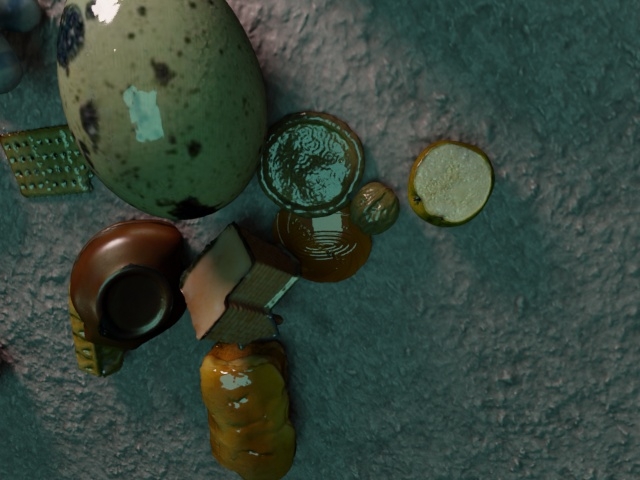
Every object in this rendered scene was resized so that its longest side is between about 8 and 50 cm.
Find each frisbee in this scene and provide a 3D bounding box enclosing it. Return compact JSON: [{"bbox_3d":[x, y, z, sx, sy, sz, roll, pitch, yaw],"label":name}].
[{"bbox_3d":[0.000,0.000,0.921,0.192,0.035,0.192,5,115,10],"label":"frisbee"}]

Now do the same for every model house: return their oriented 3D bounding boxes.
[{"bbox_3d":[-0.131,0.086,0.915,0.172,0.166,0.183,25,112,-42],"label":"model house"}]

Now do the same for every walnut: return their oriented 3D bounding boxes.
[{"bbox_3d":[0.094,-0.054,0.852,0.092,0.092,0.092,4,116,9],"label":"walnut"}]

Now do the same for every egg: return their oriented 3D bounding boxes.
[{"bbox_3d":[-0.226,-0.216,0.721,0.287,0.288,0.379,-12,113,16],"label":"egg"}]

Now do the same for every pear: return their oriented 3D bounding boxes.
[{"bbox_3d":[0.205,-0.092,0.800,0.141,0.104,0.141,0,95,-3],"label":"pear"}]

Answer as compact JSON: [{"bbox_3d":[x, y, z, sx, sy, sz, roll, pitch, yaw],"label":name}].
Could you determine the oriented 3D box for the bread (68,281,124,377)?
[{"bbox_3d":[-0.484,0.172,1.069,0.098,0.087,0.270,12,116,9],"label":"bread"}]

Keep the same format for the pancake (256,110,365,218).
[{"bbox_3d":[-0.020,-0.129,0.859,0.199,0.021,0.199,4,107,12],"label":"pancake"}]

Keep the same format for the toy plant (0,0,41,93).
[{"bbox_3d":[-0.596,-0.382,0.762,0.247,0.247,0.332,-21,113,20],"label":"toy plant"}]

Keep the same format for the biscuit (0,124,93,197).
[{"bbox_3d":[-0.524,-0.151,0.964,0.203,0.016,0.144,-2,114,13],"label":"biscuit"}]

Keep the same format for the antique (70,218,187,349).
[{"bbox_3d":[-0.363,0.091,0.957,0.223,0.129,0.278,24,104,-33],"label":"antique"}]

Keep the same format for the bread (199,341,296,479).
[{"bbox_3d":[-0.151,0.377,1.064,0.195,0.149,0.344,1,115,12],"label":"bread"}]
